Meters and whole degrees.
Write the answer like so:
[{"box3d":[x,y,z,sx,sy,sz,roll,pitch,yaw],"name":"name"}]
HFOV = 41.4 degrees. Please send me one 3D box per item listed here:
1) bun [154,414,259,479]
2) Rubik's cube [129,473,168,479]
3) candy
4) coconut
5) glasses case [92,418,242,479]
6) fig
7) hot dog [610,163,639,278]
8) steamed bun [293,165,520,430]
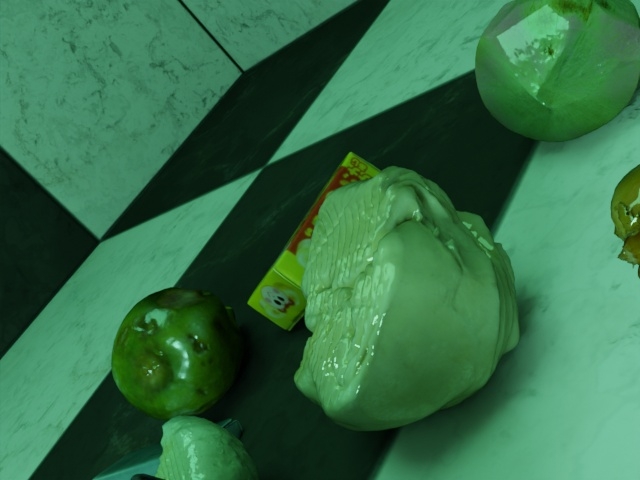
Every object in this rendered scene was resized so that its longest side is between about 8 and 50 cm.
[{"box3d":[-0.149,0.316,1.010,0.212,0.126,0.204,-33,48,39],"name":"bun"},{"box3d":[-0.071,0.354,0.614,0.255,0.259,0.260,-12,40,56],"name":"Rubik's cube"},{"box3d":[0.000,0.000,1.362,0.276,0.088,0.146,-58,5,-33],"name":"candy"},{"box3d":[0.321,-0.244,1.155,0.236,0.236,0.205,-65,-5,-46],"name":"coconut"},{"box3d":[-0.234,0.327,1.246,0.266,0.056,0.105,-26,27,38],"name":"glasses case"},{"box3d":[-0.199,0.169,1.370,0.206,0.206,0.275,-34,-6,22],"name":"fig"},{"box3d":[0.412,-0.068,0.715,0.349,0.158,0.117,-35,39,10],"name":"hot dog"},{"box3d":[0.098,0.069,0.948,0.276,0.203,0.289,-68,18,5],"name":"steamed bun"}]
